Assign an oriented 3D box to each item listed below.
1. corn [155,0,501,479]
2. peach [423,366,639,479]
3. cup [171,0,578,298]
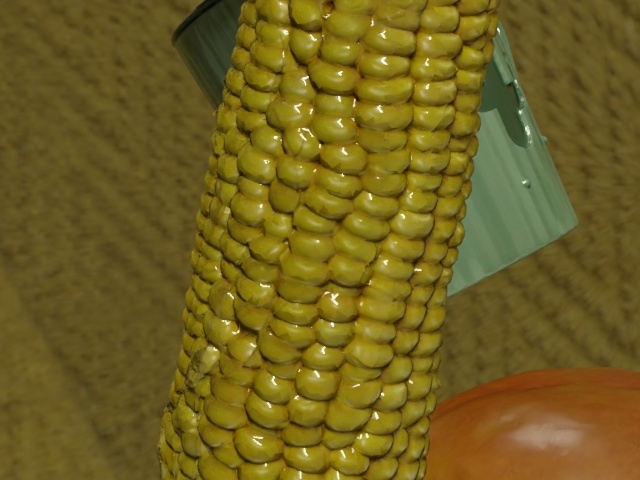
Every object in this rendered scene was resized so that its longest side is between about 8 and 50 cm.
[{"bbox_3d":[0.000,0.000,0.597,0.106,0.106,0.293,12,111,12],"label":"corn"},{"bbox_3d":[0.187,0.238,1.061,0.301,0.343,0.343,-5,91,3],"label":"peach"},{"bbox_3d":[0.097,-0.146,1.785,0.401,0.310,0.392,-27,89,-25],"label":"cup"}]
